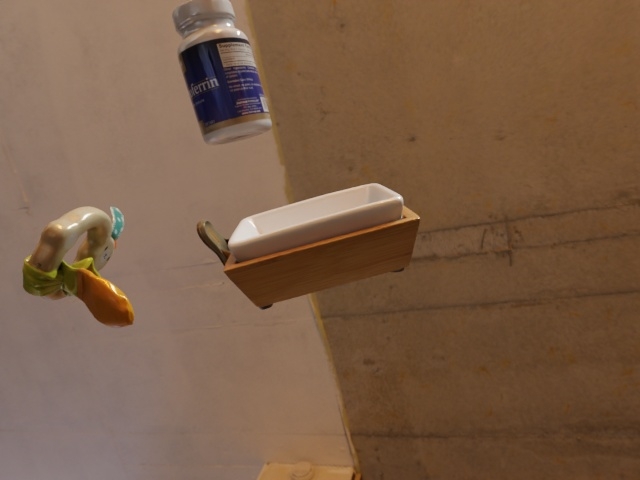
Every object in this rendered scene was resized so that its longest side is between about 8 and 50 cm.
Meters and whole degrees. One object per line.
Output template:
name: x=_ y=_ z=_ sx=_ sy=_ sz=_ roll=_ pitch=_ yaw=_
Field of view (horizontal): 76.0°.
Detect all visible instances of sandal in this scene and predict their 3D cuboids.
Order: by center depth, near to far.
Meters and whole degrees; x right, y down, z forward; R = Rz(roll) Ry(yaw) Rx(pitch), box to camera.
sandal: x=-0.186 y=0.021 z=0.863 sx=0.049 sy=0.072 sz=0.180 roll=-32 pitch=-65 yaw=11

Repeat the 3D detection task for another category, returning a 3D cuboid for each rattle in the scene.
rattle: x=-0.271 y=0.024 z=0.548 sx=0.143 sy=0.199 sz=0.130 roll=10 pitch=-87 yaw=0

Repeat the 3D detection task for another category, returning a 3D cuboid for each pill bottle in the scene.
pill bottle: x=-0.208 y=-0.347 z=0.861 sx=0.153 sy=0.153 sz=0.264 roll=-12 pitch=-79 yaw=19

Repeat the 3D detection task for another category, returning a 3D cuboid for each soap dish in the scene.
soap dish: x=0.000 y=0.000 z=0.689 sx=0.291 sy=0.229 sz=0.118 roll=-15 pitch=-75 yaw=-1
